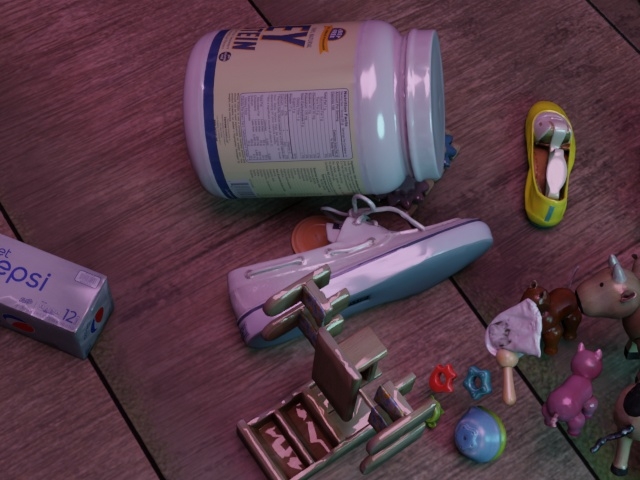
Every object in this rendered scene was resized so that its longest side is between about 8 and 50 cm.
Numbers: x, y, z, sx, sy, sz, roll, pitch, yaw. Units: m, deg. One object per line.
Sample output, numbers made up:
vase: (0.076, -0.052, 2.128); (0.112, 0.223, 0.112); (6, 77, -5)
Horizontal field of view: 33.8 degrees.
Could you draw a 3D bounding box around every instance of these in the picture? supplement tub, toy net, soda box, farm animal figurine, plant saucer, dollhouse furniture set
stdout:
supplement tub: (-0.001, -0.177, 1.432); (0.325, 0.235, 0.235); (-1, 60, 12)
toy net: (0.212, 0.165, 1.327); (0.045, 0.232, 0.122); (3, 29, -46)
soda box: (-0.422, 0.052, 1.387); (0.286, 0.098, 0.091); (21, 63, 7)
farm animal figurine: (0.407, 0.109, 1.301); (0.327, 0.172, 0.330); (-11, 31, -13)
plant saucer: (0.000, 0.000, 1.498); (0.084, 0.013, 0.083); (2, 61, -4)
dollhouse furniture set: (-0.005, 0.193, 1.261); (0.161, 0.242, 0.212); (-30, 67, -19)

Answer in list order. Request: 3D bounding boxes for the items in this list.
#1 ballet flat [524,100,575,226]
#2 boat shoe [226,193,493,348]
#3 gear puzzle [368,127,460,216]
ballet flat: (0.344, -0.129, 1.560); (0.077, 0.077, 0.231); (9, 61, 1)
boat shoe: (0.044, 0.012, 1.431); (0.367, 0.136, 0.156); (-21, 70, -6)
gear puzzle: (0.038, -0.183, 1.584); (0.339, 0.044, 0.175); (32, 64, 13)
